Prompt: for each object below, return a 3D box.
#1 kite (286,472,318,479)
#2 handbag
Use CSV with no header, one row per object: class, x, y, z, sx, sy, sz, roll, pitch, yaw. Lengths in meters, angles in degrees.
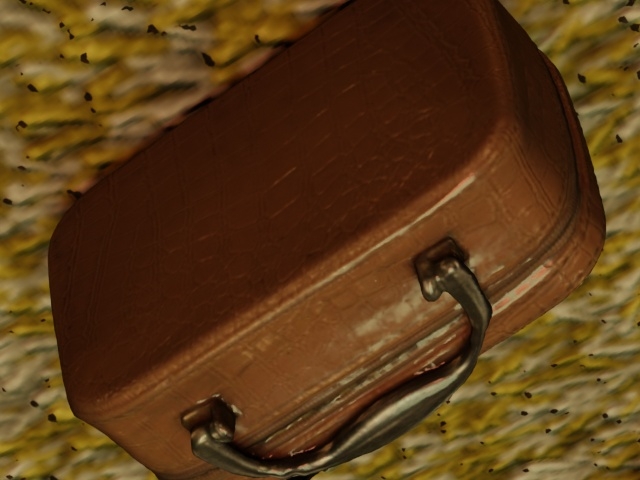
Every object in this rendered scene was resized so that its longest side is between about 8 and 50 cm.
kite,0.008,0.076,0.668,0.229,0.012,0.250,-35,179,-32
handbag,0.000,0.000,0.588,0.193,0.151,0.072,-34,124,13
